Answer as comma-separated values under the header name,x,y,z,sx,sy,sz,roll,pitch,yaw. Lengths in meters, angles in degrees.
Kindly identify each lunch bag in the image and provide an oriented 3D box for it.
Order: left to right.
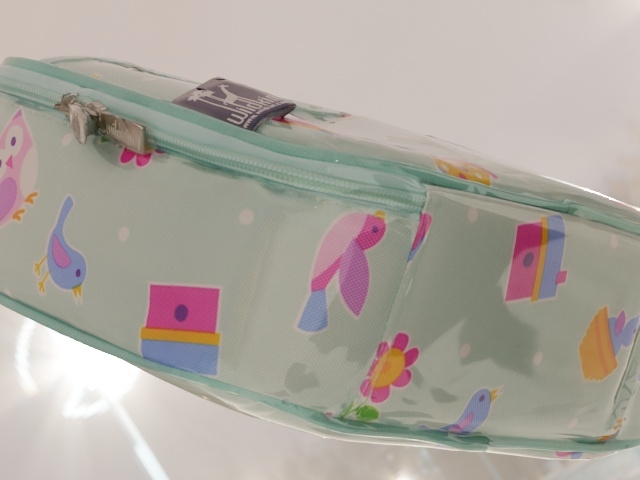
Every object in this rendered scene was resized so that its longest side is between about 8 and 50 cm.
name,x,y,z,sx,sy,sz,roll,pitch,yaw
lunch bag,0.000,0.000,0.673,0.279,0.224,0.108,12,-81,-45
